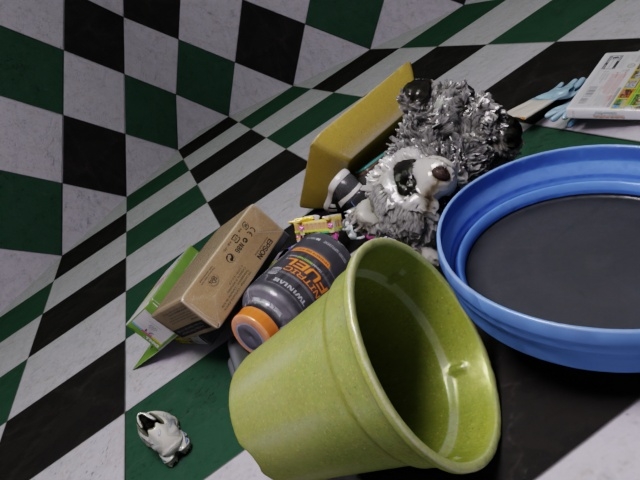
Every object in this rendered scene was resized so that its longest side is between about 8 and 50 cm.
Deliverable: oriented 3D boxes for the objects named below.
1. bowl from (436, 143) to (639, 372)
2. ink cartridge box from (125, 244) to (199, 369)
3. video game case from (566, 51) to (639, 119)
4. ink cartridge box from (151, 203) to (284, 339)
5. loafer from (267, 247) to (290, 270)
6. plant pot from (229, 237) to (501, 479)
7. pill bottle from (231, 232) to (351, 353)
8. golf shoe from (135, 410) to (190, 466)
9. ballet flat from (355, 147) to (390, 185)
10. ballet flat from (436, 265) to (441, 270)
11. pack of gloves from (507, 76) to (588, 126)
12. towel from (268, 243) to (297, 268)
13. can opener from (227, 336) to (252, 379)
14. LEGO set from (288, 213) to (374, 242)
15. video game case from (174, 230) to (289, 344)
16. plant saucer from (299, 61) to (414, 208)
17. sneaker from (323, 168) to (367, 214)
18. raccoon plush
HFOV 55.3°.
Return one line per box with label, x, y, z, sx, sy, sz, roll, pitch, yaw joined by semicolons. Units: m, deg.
bowl;0.343;0.005;0.753;0.391;0.077;0.391;-11;33;7
ink cartridge box;-0.355;0.155;1.367;0.255;0.097;0.189;-38;17;37
video game case;0.607;-0.295;1.151;0.206;0.026;0.227;12;47;41
ink cartridge box;-0.194;0.063;1.150;0.193;0.088;0.235;-27;26;58
loafer;-0.110;0.098;1.272;0.080;0.078;0.220;-12;31;41
plant pot;0.035;0.176;0.747;0.254;0.276;0.276;-33;20;31
pill bottle;-0.050;0.099;1.093;0.130;0.130;0.245;-10;24;43
golf shoe;-0.286;0.318;1.055;0.069;0.086;0.176;-46;25;-24
ballet flat;0.203;-0.208;1.463;0.280;0.096;0.095;-43;9;-13
ballet flat;0.107;0.079;0.988;0.123;0.123;0.348;-13;30;39
pack of gloves;0.530;-0.288;1.292;0.232;0.046;0.195;-29;21;-20
towel;-0.088;0.038;1.454;0.083;0.009;0.060;-26;23;16
can opener;-0.099;0.243;1.006;0.093;0.074;0.280;-3;16;-20
LEGO set;0.000;0.000;1.349;0.132;0.107;0.287;-11;5;-27
video game case;-0.197;0.103;1.304;0.275;0.035;0.248;-55;16;-22
plant saucer;0.103;-0.227;1.493;0.332;0.081;0.333;-43;-12;-21
sneaker;0.075;-0.074;1.393;0.079;0.121;0.217;-46;-10;-8
raccoon plush;0.193;-0.063;1.064;0.216;0.446;0.299;25;77;20
